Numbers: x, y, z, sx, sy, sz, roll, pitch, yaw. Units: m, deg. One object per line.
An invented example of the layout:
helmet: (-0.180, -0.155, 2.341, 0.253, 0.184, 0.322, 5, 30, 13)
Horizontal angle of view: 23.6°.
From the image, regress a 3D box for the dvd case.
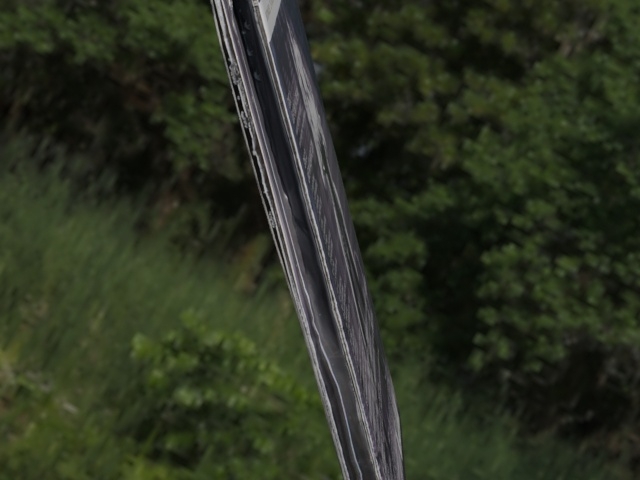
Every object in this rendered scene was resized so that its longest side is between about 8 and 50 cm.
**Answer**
dvd case: (0.000, 0.000, 0.547, 0.018, 0.221, 0.164, -12, 18, 5)
